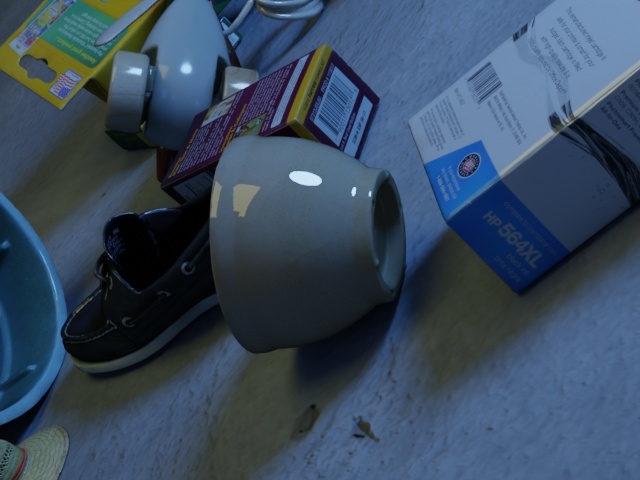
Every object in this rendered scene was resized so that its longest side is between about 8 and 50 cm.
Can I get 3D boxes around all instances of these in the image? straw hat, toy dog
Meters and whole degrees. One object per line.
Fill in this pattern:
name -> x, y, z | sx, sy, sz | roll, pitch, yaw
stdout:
straw hat -> -0.302, 0.212, 1.173 | 0.144, 0.061, 0.144 | -36, 27, 22
toy dog -> -0.149, -0.194, 1.412 | 0.334, 0.220, 0.161 | -64, -2, -46

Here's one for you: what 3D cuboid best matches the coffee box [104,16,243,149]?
coffee box -> -0.183, -0.195, 1.592 | 0.184, 0.040, 0.113 | -55, 27, -17

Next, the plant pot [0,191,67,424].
plant pot -> -0.496, 0.121, 1.334 | 0.334, 0.341, 0.341 | -40, 25, 34

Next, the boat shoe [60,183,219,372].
boat shoe -> -0.140, 0.016, 1.143 | 0.340, 0.113, 0.127 | -24, 34, 39

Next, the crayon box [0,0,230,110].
crayon box -> -0.243, -0.290, 1.607 | 0.323, 0.083, 0.203 | -49, 46, -9

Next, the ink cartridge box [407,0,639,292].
ink cartridge box -> 0.169, -0.085, 0.846 | 0.203, 0.086, 0.148 | -38, 27, 16

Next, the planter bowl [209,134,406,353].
planter bowl -> 0.000, 0.000, 0.931 | 0.109, 0.162, 0.162 | -3, 43, 19

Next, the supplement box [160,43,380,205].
supplement box -> -0.048, -0.090, 1.190 | 0.188, 0.081, 0.104 | -22, 36, 41
